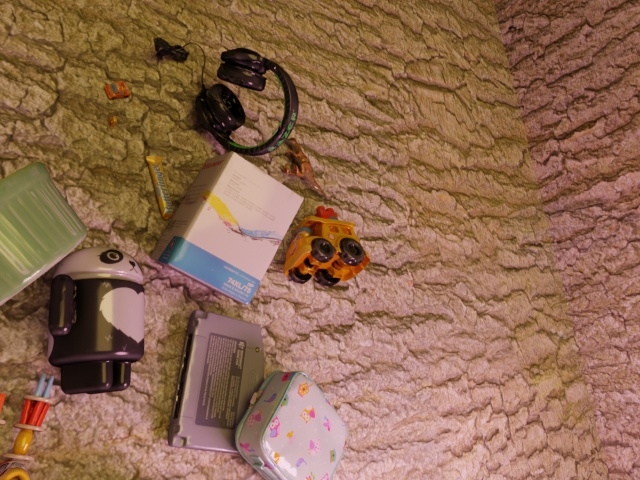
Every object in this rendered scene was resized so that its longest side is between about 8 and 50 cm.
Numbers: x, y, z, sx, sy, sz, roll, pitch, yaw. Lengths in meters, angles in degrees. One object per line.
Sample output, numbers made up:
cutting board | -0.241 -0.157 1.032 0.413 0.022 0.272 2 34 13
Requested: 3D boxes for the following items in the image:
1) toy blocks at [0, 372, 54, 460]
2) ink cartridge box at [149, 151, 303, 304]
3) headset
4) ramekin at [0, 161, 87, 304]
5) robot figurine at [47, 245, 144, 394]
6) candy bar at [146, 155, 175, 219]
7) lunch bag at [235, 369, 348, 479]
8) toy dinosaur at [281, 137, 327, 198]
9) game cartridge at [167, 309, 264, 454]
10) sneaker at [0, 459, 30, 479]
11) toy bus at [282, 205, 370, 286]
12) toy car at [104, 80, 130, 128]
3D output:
toy blocks | -0.539 0.301 0.958 0.123 0.054 0.148 36 52 -44
ink cartridge box | -0.211 -0.029 1.216 0.197 0.198 0.269 32 78 -25
headset | -0.240 -0.383 1.373 0.394 0.243 0.185 40 17 16
ramekin | -0.551 0.015 0.919 0.148 0.304 0.303 54 48 -18
robot figurine | -0.423 0.149 1.044 0.174 0.209 0.277 3 71 -25
candy bar | -0.378 -0.125 1.296 0.040 0.018 0.161 -9 78 -41
lunch bag | -0.065 0.443 1.231 0.279 0.108 0.224 57 48 -27
toy dinosaur | -0.045 -0.206 1.569 0.112 0.064 0.211 -29 92 -43
game cartridge | -0.222 0.319 1.225 0.196 0.060 0.294 20 61 -28
sneaker | -0.532 0.476 0.881 0.088 0.093 0.225 18 63 -33
toy bus | 0.000 0.000 1.482 0.221 0.149 0.211 6 56 -35
toy car | -0.470 -0.324 1.284 0.060 0.041 0.121 0 72 -39
